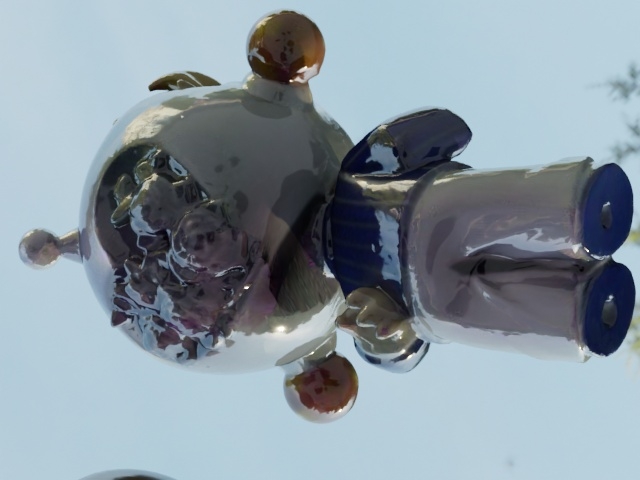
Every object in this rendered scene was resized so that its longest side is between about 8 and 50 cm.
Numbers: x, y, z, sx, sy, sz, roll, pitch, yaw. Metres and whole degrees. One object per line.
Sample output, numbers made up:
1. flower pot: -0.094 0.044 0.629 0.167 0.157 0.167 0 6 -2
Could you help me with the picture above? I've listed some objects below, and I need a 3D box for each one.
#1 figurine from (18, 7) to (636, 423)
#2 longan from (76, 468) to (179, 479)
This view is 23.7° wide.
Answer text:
1. figurine: 0.004 0.010 0.702 0.274 0.194 0.133 28 -149 25
2. longan: -0.088 0.157 0.684 0.113 0.113 0.092 -8 -154 -26
